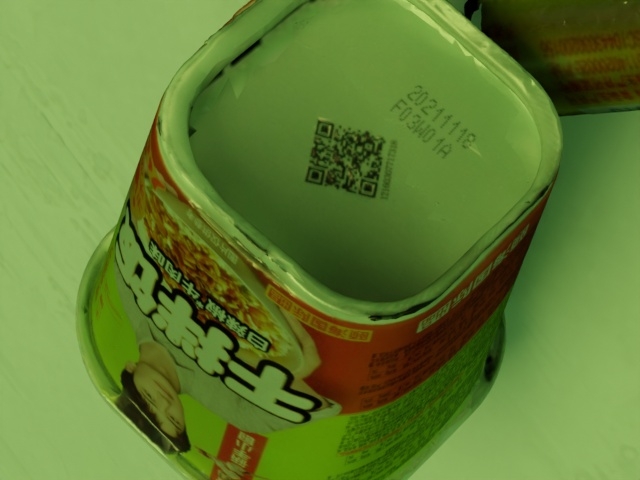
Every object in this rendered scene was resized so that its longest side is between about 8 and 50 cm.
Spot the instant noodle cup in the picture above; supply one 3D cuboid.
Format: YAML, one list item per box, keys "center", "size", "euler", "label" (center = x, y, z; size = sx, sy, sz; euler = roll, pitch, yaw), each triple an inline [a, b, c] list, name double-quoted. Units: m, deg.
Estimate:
- center: [0.000, 0.000, 1.165]
  size: [0.294, 0.294, 0.308]
  euler: [43, 157, 11]
  label: "instant noodle cup"

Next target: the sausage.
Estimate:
- center: [0.239, -0.141, 1.060]
  size: [0.317, 0.117, 0.125]
  euler: [-4, 144, 39]
  label: "sausage"
